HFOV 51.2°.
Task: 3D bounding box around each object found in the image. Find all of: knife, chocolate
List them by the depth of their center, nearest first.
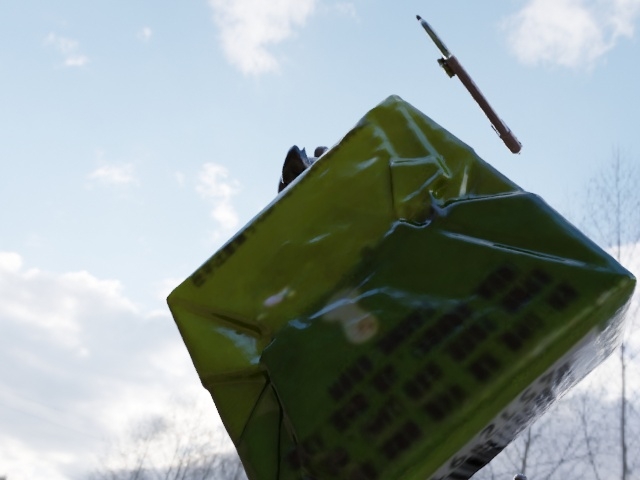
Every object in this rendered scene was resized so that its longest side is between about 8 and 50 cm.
[{"bbox_3d":[0.052,0.067,0.560,0.301,0.288,0.137,-41,-43,2],"label":"chocolate"},{"bbox_3d":[0.309,-0.303,1.365,0.038,0.132,0.399,-37,-56,19],"label":"knife"}]

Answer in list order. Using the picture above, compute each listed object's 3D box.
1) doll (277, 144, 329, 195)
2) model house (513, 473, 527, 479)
[{"bbox_3d":[-0.002,0.001,0.843,0.117,0.257,0.182,5,-14,21],"label":"doll"},{"bbox_3d":[0.302,0.494,0.971,0.220,0.229,0.199,-5,-65,9],"label":"model house"}]
